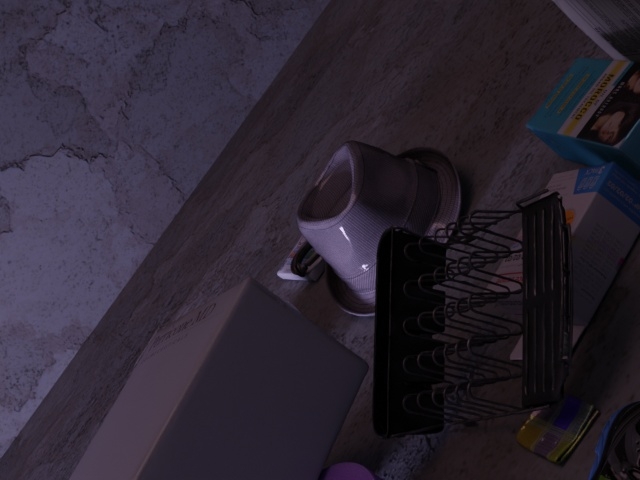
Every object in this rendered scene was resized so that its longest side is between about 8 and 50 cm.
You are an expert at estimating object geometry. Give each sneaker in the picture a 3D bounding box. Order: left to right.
[{"bbox_3d":[0.213,0.173,0.805,0.078,0.067,0.188,-45,13,48],"label":"sneaker"}]

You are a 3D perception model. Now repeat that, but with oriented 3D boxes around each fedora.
[{"bbox_3d":[0.055,-0.040,1.577,0.244,0.124,0.275,-51,22,14],"label":"fedora"}]

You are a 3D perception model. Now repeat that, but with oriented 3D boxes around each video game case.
[{"bbox_3d":[0.000,0.000,1.907,0.143,0.019,0.157,-56,17,-12],"label":"video game case"}]

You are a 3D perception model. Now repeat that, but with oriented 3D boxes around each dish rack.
[{"bbox_3d":[0.134,0.068,1.096,0.271,0.074,0.208,150,124,-64],"label":"dish rack"}]

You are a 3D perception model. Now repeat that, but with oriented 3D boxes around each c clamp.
[{"bbox_3d":[0.005,0.000,1.821,0.160,0.022,0.137,-43,19,25],"label":"c clamp"}]

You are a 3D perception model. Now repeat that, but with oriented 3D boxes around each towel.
[{"bbox_3d":[0.195,0.153,1.013,0.060,0.009,0.083,-53,15,-4],"label":"towel"}]

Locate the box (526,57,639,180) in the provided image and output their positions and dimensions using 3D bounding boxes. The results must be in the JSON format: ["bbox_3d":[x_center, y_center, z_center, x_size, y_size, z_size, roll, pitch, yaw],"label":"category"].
[{"bbox_3d":[0.300,-0.126,1.233,0.100,0.060,0.244,-53,15,1],"label":"box"}]

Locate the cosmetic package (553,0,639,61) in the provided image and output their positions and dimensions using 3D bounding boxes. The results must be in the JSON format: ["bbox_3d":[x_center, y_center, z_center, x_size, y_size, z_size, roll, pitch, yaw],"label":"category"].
[{"bbox_3d":[0.361,-0.279,1.228,0.129,0.153,0.296,-52,16,-6],"label":"cosmetic package"}]

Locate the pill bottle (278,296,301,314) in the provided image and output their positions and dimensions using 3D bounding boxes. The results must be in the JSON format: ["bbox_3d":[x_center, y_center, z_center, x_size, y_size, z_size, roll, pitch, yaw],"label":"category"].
[{"bbox_3d":[-0.127,0.162,1.663,0.264,0.153,0.153,-29,28,57],"label":"pill bottle"}]

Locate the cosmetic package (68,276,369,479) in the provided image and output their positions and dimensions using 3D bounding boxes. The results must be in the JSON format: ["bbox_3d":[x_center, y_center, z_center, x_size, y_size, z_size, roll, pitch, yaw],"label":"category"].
[{"bbox_3d":[-0.152,0.278,1.131,0.230,0.161,0.453,-32,25,53],"label":"cosmetic package"}]

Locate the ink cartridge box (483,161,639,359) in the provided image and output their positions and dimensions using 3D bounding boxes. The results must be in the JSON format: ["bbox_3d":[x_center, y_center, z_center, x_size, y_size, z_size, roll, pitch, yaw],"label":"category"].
[{"bbox_3d":[0.222,0.021,1.130,0.181,0.061,0.104,-58,15,-15],"label":"ink cartridge box"}]

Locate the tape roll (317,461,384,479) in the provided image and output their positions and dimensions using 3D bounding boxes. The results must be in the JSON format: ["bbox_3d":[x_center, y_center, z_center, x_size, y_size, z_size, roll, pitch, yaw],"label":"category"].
[{"bbox_3d":[-0.008,0.333,1.058,0.275,0.090,0.275,-48,16,19],"label":"tape roll"}]
